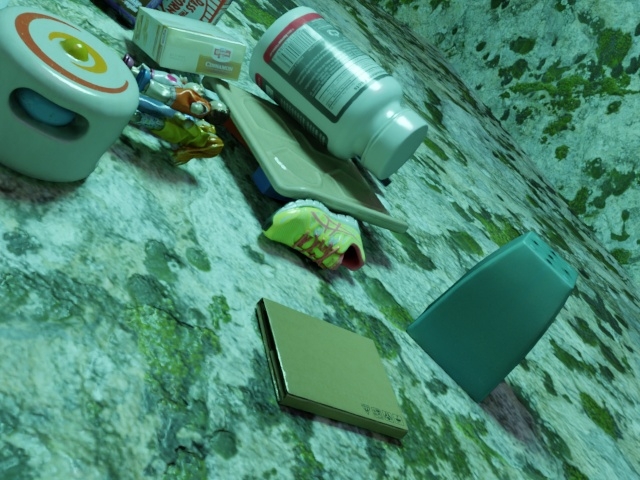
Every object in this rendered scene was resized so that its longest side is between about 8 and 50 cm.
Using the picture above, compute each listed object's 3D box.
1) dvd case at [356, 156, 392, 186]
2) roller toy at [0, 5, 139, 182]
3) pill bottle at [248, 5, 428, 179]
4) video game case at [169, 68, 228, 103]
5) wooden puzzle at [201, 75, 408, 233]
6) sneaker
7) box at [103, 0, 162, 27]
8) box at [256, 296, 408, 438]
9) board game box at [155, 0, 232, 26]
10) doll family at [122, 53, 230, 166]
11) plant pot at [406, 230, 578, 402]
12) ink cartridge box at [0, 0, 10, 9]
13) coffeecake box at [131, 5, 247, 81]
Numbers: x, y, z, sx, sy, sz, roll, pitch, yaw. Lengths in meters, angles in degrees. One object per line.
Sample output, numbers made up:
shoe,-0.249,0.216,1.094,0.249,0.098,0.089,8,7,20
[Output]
dvd case,0.049,-0.227,1.609,0.239,0.029,0.179,42,10,-46
roller toy,-0.322,-0.179,0.909,0.191,0.146,0.209,47,23,11
pill bottle,0.036,-0.261,1.378,0.318,0.176,0.176,44,23,13
video game case,-0.216,-0.290,1.425,0.143,0.019,0.157,17,33,-44
wooden puzzle,-0.038,-0.136,1.357,0.322,0.080,0.348,16,29,-49
sneaker,0.000,0.000,1.178,0.208,0.081,0.094,10,48,-44
box,-0.394,-0.570,1.422,0.293,0.201,0.057,39,-11,-4
box,0.014,0.164,0.980,0.201,0.021,0.164,25,28,-33
board game box,-0.286,-0.498,1.522,0.193,0.147,0.045,40,23,-2
doll family,-0.226,-0.187,1.151,0.163,0.118,0.263,20,12,-27
plant pot,0.296,0.108,1.240,0.166,0.234,0.165,46,24,9
ink cartridge box,-0.496,-0.400,1.012,0.223,0.045,0.224,-103,173,-53
coffeecake box,-0.233,-0.345,1.328,0.142,0.068,0.185,5,22,-31
